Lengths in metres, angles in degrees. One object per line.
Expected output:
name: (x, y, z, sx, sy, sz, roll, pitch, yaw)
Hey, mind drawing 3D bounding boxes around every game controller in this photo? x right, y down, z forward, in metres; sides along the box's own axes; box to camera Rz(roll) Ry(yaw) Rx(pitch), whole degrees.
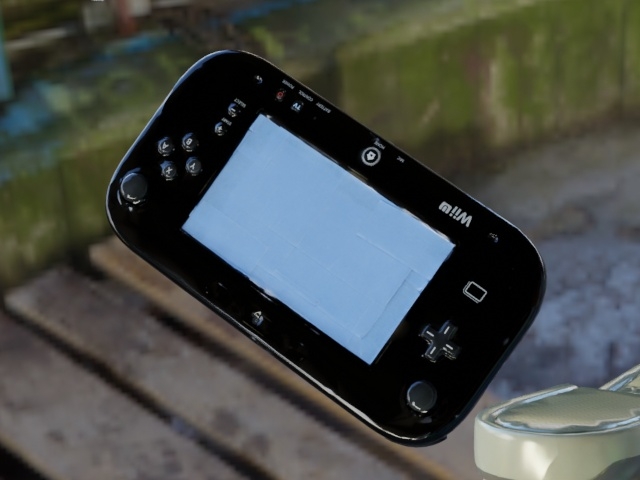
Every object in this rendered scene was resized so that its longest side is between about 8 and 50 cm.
game controller: (0.000, 0.000, 1.354, 0.319, 0.166, 0.067, 35, 8, 22)

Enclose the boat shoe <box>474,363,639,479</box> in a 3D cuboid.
boat shoe: (0.187, 0.114, 0.937, 0.302, 0.103, 0.113, -7, 9, -38)
